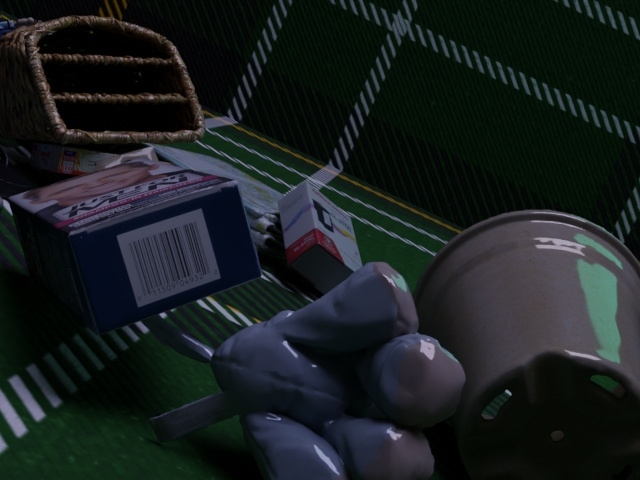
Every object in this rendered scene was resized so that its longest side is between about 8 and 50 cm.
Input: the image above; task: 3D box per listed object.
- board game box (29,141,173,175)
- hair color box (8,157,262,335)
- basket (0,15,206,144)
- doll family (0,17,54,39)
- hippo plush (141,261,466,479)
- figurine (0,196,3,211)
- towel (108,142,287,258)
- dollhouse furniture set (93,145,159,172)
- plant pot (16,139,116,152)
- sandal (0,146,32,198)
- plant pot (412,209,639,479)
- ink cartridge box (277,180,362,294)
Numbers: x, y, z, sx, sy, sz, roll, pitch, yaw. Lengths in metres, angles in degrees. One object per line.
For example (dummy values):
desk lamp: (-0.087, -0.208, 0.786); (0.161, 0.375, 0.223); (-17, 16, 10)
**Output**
board game box: (-0.362, -0.125, 1.759); (0.193, 0.045, 0.146); (7, 3, -32)
hair color box: (-0.212, -0.008, 1.134); (0.173, 0.105, 0.347); (-19, 15, -22)
basket: (-0.362, -0.269, 1.780); (0.299, 0.214, 0.223); (-4, 9, -41)
doll family: (-0.567, -0.323, 1.850); (0.163, 0.263, 0.118); (27, -27, 29)
hippo plush: (0.014, 0.173, 1.055); (0.294, 0.234, 0.236); (-14, -21, 14)
figurine: (-0.510, -0.078, 1.274); (0.214, 0.092, 0.209); (19, 8, -35)
towel: (-0.176, -0.074, 2.011); (0.374, 0.090, 0.320); (30, 9, 26)
dollhouse furniture set: (-0.291, -0.025, 1.626); (0.101, 0.161, 0.182); (-18, -13, -25)
plant pot: (-0.472, -0.252, 1.978); (0.187, 0.167, 0.188); (12, 17, -48)
sandal: (-0.513, -0.135, 1.608); (0.254, 0.055, 0.097); (32, 12, 32)
plant pot: (0.276, 0.171, 1.317); (0.333, 0.334, 0.305); (24, 22, -6)
ink cartridge box: (0.000, 0.000, 1.824); (0.127, 0.072, 0.175); (38, 25, -34)
